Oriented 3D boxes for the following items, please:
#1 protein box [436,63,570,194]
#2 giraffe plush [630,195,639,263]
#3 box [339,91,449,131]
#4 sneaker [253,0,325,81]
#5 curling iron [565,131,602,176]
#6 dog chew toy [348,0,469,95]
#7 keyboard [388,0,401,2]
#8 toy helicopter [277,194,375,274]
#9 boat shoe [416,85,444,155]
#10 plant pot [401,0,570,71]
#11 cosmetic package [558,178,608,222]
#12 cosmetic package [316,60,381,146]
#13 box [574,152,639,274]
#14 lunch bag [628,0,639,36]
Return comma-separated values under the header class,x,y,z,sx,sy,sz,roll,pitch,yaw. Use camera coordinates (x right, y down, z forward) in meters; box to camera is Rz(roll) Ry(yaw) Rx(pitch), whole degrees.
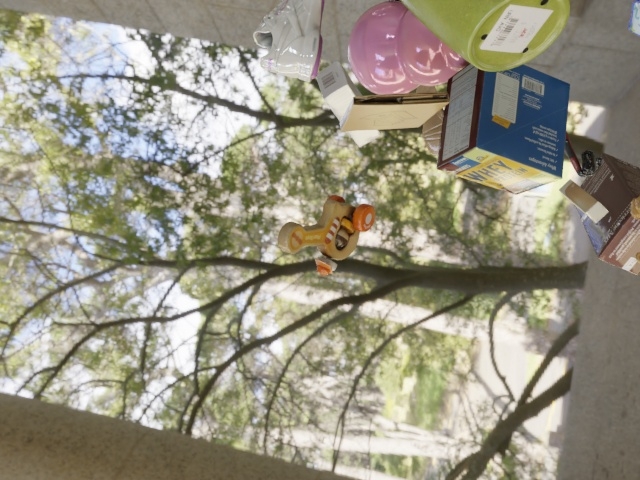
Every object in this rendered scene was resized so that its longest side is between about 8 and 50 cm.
class,x,y,z,sx,sy,sz,roll,pitch,yaw
protein box,0.358,-0.223,1.121,0.136,0.200,0.201,156,127,-67
giraffe plush,0.875,-0.017,1.441,0.210,0.181,0.170,7,-90,-54
box,0.126,-0.233,1.048,0.201,0.164,0.021,177,89,-85
sneaker,-0.067,-0.495,1.257,0.114,0.152,0.305,105,169,-67
curling iron,0.643,-0.275,1.492,0.035,0.068,0.274,70,179,-63
dog chew toy,0.223,-0.424,1.239,0.206,0.332,0.206,-7,-80,-49
keyboard,0.196,-0.689,1.397,0.317,0.033,0.201,-165,64,-81
toy helicopter,0.000,0.000,1.610,0.355,0.140,0.235,-6,-69,-54
boat shoe,0.442,-0.471,2.225,0.092,0.103,0.285,-22,-82,-65
plant pot,0.221,-0.392,0.808,0.275,0.275,0.293,84,172,-63
cosmetic package,0.657,-0.100,1.433,0.041,0.060,0.115,-48,36,17
cosmetic package,0.084,-0.389,1.650,0.231,0.085,0.117,41,-153,-49
box,0.896,-0.090,1.715,0.381,0.143,0.191,-75,7,-58
lunch bag,0.686,-0.451,1.111,0.129,0.096,0.151,59,150,37
